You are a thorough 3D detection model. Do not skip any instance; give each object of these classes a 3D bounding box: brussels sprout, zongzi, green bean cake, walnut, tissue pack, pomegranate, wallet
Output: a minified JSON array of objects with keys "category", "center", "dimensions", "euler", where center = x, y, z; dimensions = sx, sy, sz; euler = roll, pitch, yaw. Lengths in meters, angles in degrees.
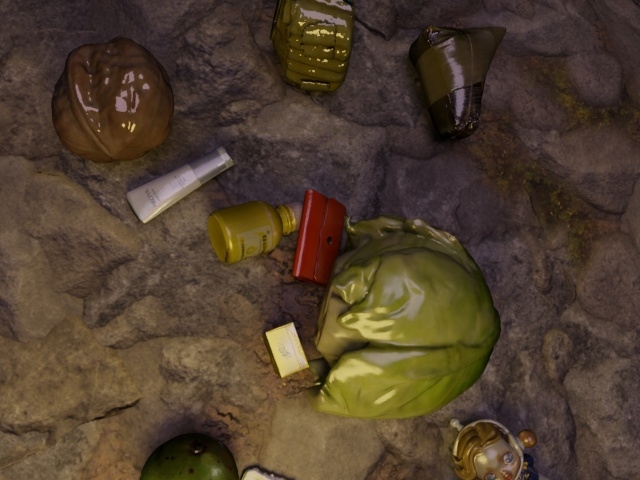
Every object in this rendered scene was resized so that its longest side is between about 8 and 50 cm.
[{"category":"brussels sprout","center":[0.177,0.167,1.003],"dimensions":[0.361,0.342,0.425],"euler":[14,87,-1]},{"category":"zongzi","center":[0.410,-0.422,1.285],"dimensions":[0.318,0.154,0.289],"euler":[-15,88,-18]},{"category":"green bean cake","center":[-0.014,-0.547,1.164],"dimensions":[0.202,0.285,0.309],"euler":[8,75,-3]},{"category":"walnut","center":[-0.444,-0.293,1.060],"dimensions":[0.273,0.227,0.273],"euler":[2,74,-7]},{"category":"tissue pack","center":[-0.078,0.230,1.033],"dimensions":[0.062,0.176,0.095],"euler":[-19,82,-12]},{"category":"pomegranate","center":[-0.260,0.494,0.957],"dimensions":[0.187,0.187,0.225],"euler":[18,105,-5]},{"category":"wallet","center":[0.000,0.000,1.132],"dimensions":[0.142,0.045,0.204],"euler":[24,70,-48]}]

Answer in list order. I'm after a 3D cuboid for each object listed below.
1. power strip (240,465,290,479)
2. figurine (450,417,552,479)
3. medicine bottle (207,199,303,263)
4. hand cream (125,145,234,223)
[{"category":"power strip","center":[-0.101,0.602,1.005],"dimensions":[0.198,0.064,0.213],"euler":[22,76,-2]},{"category":"figurine","center":[0.417,0.495,1.092],"dimensions":[0.274,0.133,0.193],"euler":[18,98,-11]},{"category":"medicine bottle","center":[-0.134,-0.032,1.112],"dimensions":[0.213,0.122,0.121],"euler":[-18,81,-28]},{"category":"hand cream","center":[-0.322,-0.135,1.138],"dimensions":[0.255,0.048,0.079],"euler":[-33,86,-14]}]
